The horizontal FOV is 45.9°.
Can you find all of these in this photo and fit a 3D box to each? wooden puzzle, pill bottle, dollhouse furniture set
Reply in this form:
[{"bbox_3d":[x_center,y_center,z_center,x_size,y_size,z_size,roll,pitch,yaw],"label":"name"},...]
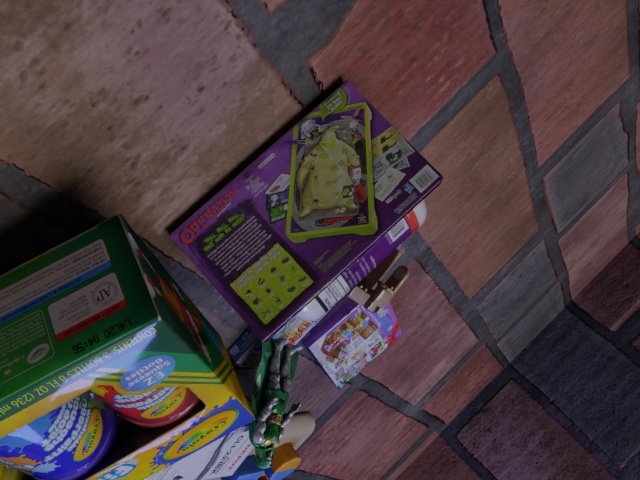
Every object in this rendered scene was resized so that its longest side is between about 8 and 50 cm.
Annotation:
[{"bbox_3d":[-0.181,0.562,1.764,0.348,0.080,0.322,-54,149,15],"label":"wooden puzzle"},{"bbox_3d":[0.000,0.000,1.195,0.323,0.181,0.181,-42,150,-5],"label":"pill bottle"},{"bbox_3d":[0.090,0.050,1.435,0.123,0.144,0.151,-52,135,2],"label":"dollhouse furniture set"}]

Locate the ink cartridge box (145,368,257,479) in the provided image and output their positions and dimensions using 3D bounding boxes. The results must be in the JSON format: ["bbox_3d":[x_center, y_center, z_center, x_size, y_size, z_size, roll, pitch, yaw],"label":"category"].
[{"bbox_3d":[-0.223,0.343,1.406,0.197,0.114,0.273,-53,150,12],"label":"ink cartridge box"}]

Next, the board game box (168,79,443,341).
[{"bbox_3d":[-0.019,-0.045,1.089,0.347,0.208,0.056,-41,174,-5],"label":"board game box"}]

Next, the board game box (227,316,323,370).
[{"bbox_3d":[-0.071,0.164,1.455,0.201,0.035,0.136,-47,150,4],"label":"board game box"}]

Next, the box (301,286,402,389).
[{"bbox_3d":[0.069,0.201,1.653,0.201,0.057,0.293,-40,150,-8],"label":"box"}]

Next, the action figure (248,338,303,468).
[{"bbox_3d":[-0.084,0.299,1.385,0.137,0.063,0.232,34,61,-51],"label":"action figure"}]

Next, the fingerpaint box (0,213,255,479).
[{"bbox_3d":[-0.351,0.217,0.952,0.445,0.163,0.371,-27,149,-4],"label":"fingerpaint box"}]
